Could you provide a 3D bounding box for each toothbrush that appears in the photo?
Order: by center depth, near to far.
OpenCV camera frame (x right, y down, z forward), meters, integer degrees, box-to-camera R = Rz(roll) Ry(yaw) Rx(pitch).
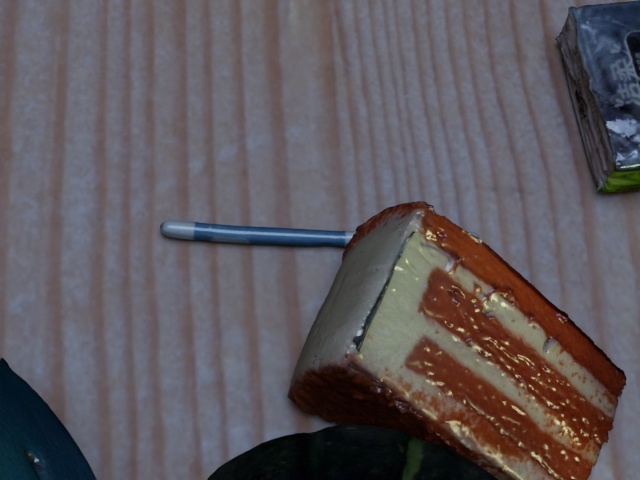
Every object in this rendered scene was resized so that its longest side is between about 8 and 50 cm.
[{"bbox_3d":[0.000,0.000,1.152,0.276,0.019,0.025,2,74,-3],"label":"toothbrush"}]

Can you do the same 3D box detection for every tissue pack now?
[{"bbox_3d":[0.348,-0.140,1.206,0.235,0.073,0.173,-6,65,-7],"label":"tissue pack"}]

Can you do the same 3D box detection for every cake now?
[{"bbox_3d":[0.098,0.108,1.094,0.262,0.160,0.158,39,64,-24],"label":"cake"}]

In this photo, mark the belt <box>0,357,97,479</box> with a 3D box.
[{"bbox_3d":[-0.322,0.199,0.891,0.436,0.173,0.300,34,89,27],"label":"belt"}]

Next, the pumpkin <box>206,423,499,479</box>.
[{"bbox_3d":[0.022,0.284,0.904,0.323,0.241,0.323,-1,74,2],"label":"pumpkin"}]
